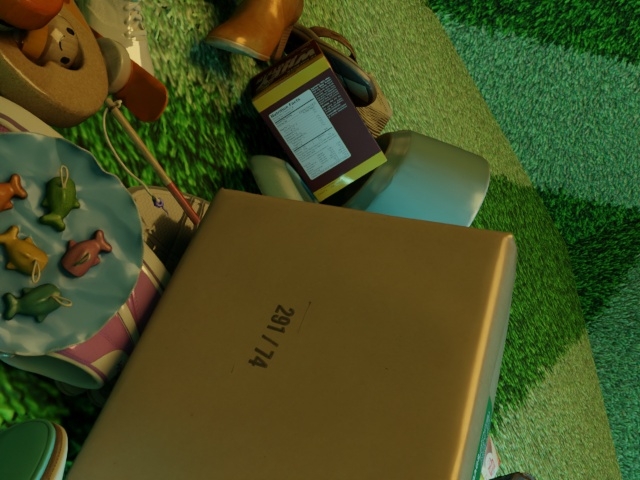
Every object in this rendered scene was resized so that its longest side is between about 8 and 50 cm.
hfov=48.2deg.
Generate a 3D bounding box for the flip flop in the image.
[{"bbox_3d":[0.012,-0.342,1.306,0.277,0.080,0.112,44,-18,36],"label":"flip flop"}]

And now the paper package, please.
[{"bbox_3d":[-0.004,0.135,0.645,0.168,0.310,0.324,74,32,-50],"label":"paper package"}]

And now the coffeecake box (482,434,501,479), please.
[{"bbox_3d":[0.268,0.371,1.365,0.142,0.068,0.185,-15,84,-65],"label":"coffeecake box"}]

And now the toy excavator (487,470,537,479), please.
[{"bbox_3d":[0.111,0.503,0.845,0.445,0.222,0.432,16,54,-42],"label":"toy excavator"}]

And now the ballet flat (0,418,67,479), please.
[{"bbox_3d":[-0.225,0.215,0.422,0.086,0.086,0.248,58,29,-18],"label":"ballet flat"}]

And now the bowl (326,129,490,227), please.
[{"bbox_3d":[0.125,-0.069,1.240,0.163,0.311,0.311,37,34,-16],"label":"bowl"}]

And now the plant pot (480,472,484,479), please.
[{"bbox_3d":[0.024,0.226,0.834,0.254,0.254,0.239,34,26,-49],"label":"plant pot"}]

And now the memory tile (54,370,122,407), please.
[{"bbox_3d":[-0.211,0.098,0.724,0.113,0.012,0.148,40,36,-44],"label":"memory tile"}]

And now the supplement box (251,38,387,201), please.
[{"bbox_3d":[-0.007,-0.202,1.172,0.194,0.129,0.191,56,9,-22],"label":"supplement box"}]

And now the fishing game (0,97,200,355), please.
[{"bbox_3d":[-0.231,-0.003,0.572,0.264,0.041,0.189,-40,101,-27],"label":"fishing game"}]

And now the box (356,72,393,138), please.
[{"bbox_3d":[0.060,-0.243,1.436,0.113,0.094,0.275,58,27,-16],"label":"box"}]

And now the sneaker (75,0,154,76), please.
[{"bbox_3d":[-0.248,-0.294,0.882,0.212,0.094,0.080,66,24,-3],"label":"sneaker"}]

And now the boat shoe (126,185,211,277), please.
[{"bbox_3d":[-0.132,0.036,0.852,0.320,0.103,0.118,29,64,-45],"label":"boat shoe"}]

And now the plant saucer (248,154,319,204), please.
[{"bbox_3d":[0.000,0.000,1.048,0.317,0.044,0.317,56,6,-9],"label":"plant saucer"}]

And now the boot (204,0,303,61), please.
[{"bbox_3d":[-0.090,-0.401,1.146,0.295,0.104,0.211,-48,157,-71],"label":"boot"}]

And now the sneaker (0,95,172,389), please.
[{"bbox_3d":[-0.256,0.008,0.619,0.282,0.102,0.161,50,44,-15],"label":"sneaker"}]

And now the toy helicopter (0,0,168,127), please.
[{"bbox_3d":[-0.279,-0.253,0.753,0.235,0.140,0.355,35,32,-43],"label":"toy helicopter"}]
